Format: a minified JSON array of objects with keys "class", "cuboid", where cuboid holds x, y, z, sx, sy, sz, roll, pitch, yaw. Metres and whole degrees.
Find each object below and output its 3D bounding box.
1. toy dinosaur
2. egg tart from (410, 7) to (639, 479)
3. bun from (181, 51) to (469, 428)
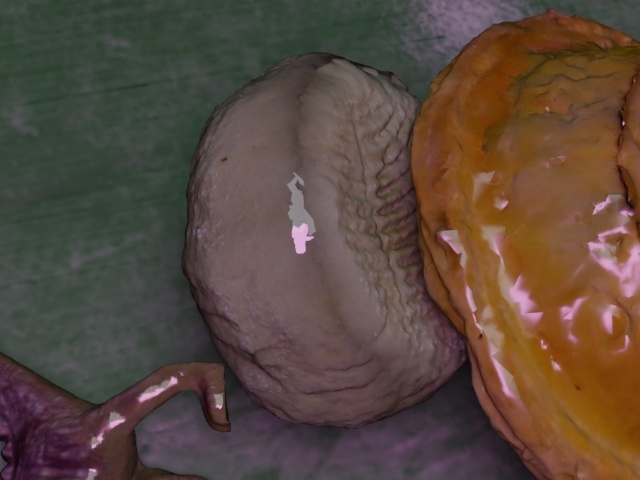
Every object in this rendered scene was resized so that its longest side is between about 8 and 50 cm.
[{"class":"toy dinosaur","cuboid":[-0.141,0.102,0.899,0.200,0.072,0.251,-9,77,-1]},{"class":"egg tart","cuboid":[0.165,0.005,0.921,0.288,0.118,0.288,19,59,-36]},{"class":"bun","cuboid":[0.000,0.000,0.925,0.195,0.118,0.195,32,49,-45]}]
